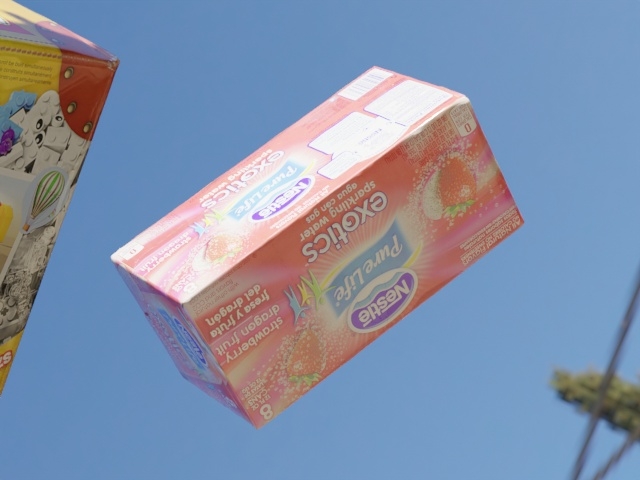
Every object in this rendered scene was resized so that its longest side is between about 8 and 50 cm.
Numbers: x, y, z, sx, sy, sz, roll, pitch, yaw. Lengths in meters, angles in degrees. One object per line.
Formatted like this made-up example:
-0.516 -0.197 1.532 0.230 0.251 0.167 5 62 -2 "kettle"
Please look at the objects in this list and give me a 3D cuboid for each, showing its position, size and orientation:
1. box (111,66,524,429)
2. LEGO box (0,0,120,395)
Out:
0.000 0.000 1.555 0.300 0.154 0.142 -37 -61 -17 "box"
-0.396 0.007 1.066 0.500 0.193 0.372 1 -66 -57 "LEGO box"
